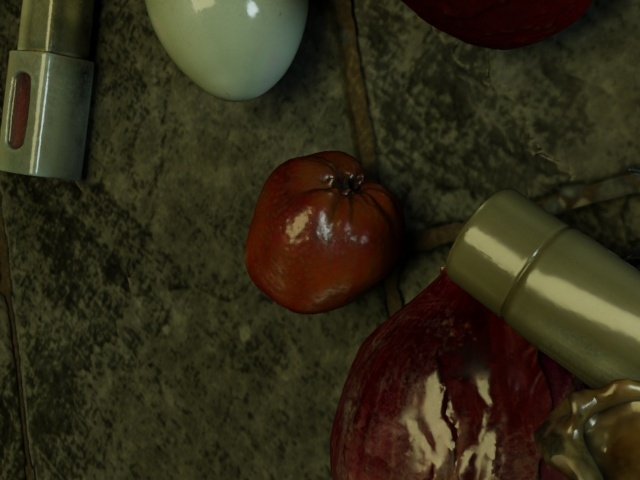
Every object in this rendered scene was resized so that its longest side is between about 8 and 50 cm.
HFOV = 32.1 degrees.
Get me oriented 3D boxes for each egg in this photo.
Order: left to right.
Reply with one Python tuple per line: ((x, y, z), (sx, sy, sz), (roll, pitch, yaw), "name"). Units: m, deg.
((-0.084, -0.227, 1.001), (0.151, 0.151, 0.209), (-11, 84, 37), "egg")

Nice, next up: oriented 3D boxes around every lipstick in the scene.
((-0.289, -0.194, 1.204), (0.079, 0.077, 0.253), (11, 95, 38), "lipstick")

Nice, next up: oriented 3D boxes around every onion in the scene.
((0.097, 0.133, 0.872), (0.227, 0.120, 0.284), (5, 91, 33), "onion")

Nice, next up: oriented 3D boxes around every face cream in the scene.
((0.240, 0.089, 0.756), (0.341, 0.084, 0.137), (38, 142, 22), "face cream")

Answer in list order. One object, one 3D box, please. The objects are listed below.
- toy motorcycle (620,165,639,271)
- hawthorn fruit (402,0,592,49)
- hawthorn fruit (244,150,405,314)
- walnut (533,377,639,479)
((0.288, -0.009, 0.768), (0.173, 0.058, 0.100), (-7, 77, 37), "toy motorcycle")
((0.111, -0.266, 0.788), (0.210, 0.266, 0.230), (-28, 74, 17), "hawthorn fruit")
((0.000, 0.000, 0.944), (0.133, 0.132, 0.138), (51, 132, 27), "hawthorn fruit")
((0.207, 0.224, 0.684), (0.204, 0.141, 0.238), (16, 65, 27), "walnut")
